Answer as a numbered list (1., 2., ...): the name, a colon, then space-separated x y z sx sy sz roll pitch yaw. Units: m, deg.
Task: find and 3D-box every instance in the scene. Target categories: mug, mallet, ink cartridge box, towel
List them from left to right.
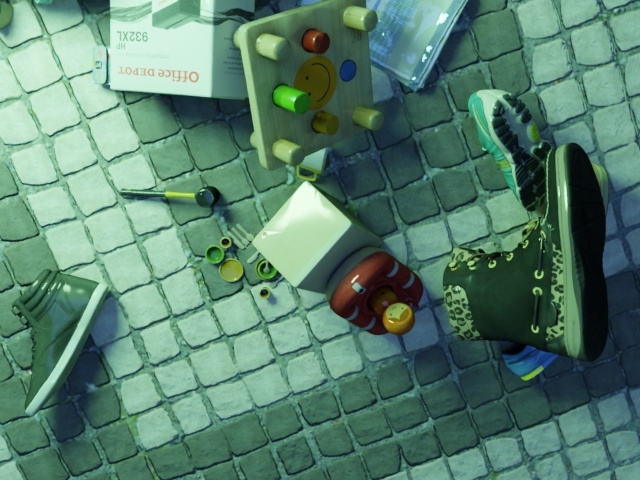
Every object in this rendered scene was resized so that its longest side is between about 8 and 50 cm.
1. mallet: -0.287 -0.090 1.378 0.189 0.062 0.039 5 100 11
2. ink cartridge box: -0.236 -0.403 1.218 0.223 0.129 0.307 10 104 26
3. mug: -0.024 -0.155 1.362 0.064 0.062 0.078 13 94 3
4. towel: 0.114 -0.435 1.325 0.285 0.034 0.209 28 98 -8

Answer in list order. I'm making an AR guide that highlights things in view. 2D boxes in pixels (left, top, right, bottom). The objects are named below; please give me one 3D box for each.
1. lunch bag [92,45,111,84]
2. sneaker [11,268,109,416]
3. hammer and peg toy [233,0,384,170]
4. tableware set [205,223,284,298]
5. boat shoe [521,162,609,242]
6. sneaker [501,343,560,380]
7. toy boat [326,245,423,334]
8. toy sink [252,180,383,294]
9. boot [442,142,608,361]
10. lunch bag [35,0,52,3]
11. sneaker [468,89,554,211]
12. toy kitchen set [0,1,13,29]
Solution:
1. lunch bag: -0.379 -0.320 1.314 0.083 0.053 0.071 6 100 5
2. sneaker: -0.540 0.187 1.388 0.147 0.104 0.296 27 93 -6
3. hammer and peg toy: -0.013 -0.322 1.204 0.266 0.127 0.361 -26 127 -29
4. tableware set: -0.149 0.051 1.415 0.104 0.024 0.154 -42 101 6
5. boat shoe: 0.451 0.006 1.386 0.110 0.121 0.341 17 101 -7
6. sneaker: 0.462 0.192 1.452 0.209 0.069 0.082 -41 97 6
7. toy boat: 0.120 0.117 1.338 0.151 0.151 0.231 -49 136 7
8. toy sink: 0.000 0.000 1.344 0.131 0.234 0.153 44 99 20
9. boot: 0.367 0.026 1.311 0.138 0.284 0.377 -8 92 -44
10. lunch bag: -0.447 -0.522 1.184 0.279 0.108 0.224 -4 105 38
11. sneaker: 0.366 -0.176 1.356 0.107 0.110 0.275 -39 120 -9
12. toy kitchen set: -0.653 -0.465 1.235 0.166 0.122 0.207 -11 102 -1
